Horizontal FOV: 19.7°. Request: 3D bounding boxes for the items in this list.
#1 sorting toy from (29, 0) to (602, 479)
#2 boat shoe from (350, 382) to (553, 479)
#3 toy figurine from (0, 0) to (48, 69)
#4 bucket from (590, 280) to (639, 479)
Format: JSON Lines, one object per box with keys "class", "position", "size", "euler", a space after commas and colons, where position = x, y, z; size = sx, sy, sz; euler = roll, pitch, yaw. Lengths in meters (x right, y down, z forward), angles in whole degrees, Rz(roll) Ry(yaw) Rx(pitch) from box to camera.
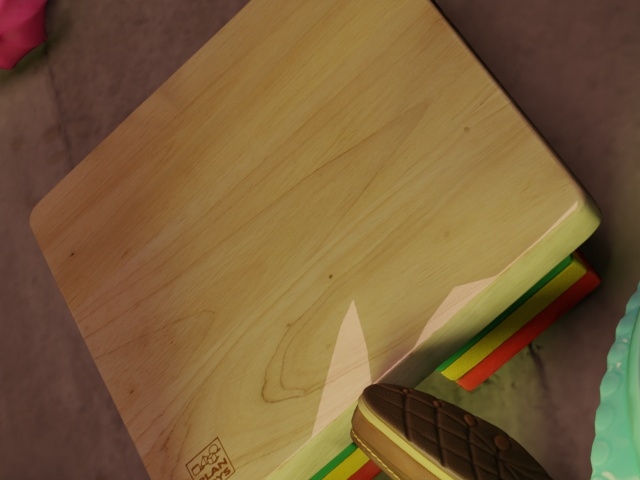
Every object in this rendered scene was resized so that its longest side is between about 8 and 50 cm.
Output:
{"class": "sorting toy", "position": [0.000, 0.000, 0.974], "size": [0.257, 0.089, 0.255], "euler": [-42, 49, 11]}
{"class": "boat shoe", "position": [0.082, 0.132, 0.830], "size": [0.178, 0.064, 0.060], "euler": [36, 114, 13]}
{"class": "toy figurine", "position": [-0.241, -0.181, 1.254], "size": [0.159, 0.130, 0.173], "euler": [29, 61, 28]}
{"class": "bucket", "position": [0.231, 0.099, 0.641], "size": [0.183, 0.281, 0.281], "euler": [-9, 62, 38]}
